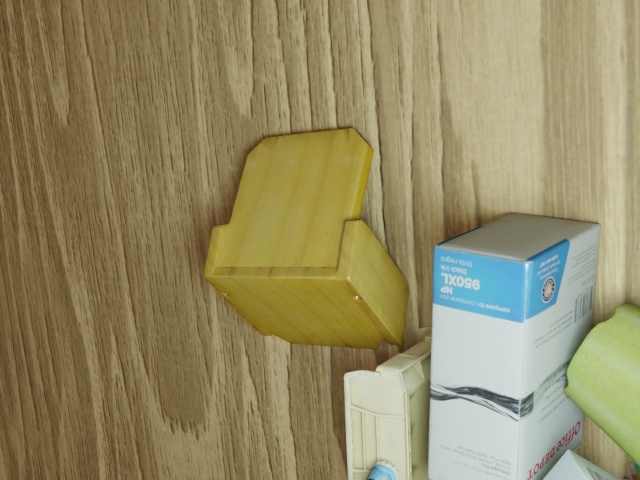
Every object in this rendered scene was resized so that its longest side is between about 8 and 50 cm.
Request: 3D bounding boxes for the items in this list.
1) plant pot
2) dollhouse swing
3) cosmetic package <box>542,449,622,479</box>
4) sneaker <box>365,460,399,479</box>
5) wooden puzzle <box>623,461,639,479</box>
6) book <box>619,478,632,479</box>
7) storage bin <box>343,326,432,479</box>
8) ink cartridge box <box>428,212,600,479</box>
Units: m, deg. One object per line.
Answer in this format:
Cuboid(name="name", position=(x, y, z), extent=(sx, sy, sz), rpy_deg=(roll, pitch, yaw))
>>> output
Cuboid(name="plant pot", position=(0.519, 0.233, 1.305), extent=(0.254, 0.276, 0.276), rpy_deg=(39, 122, 36))
Cuboid(name="dollhouse swing", position=(0.000, 0.000, 1.730), extent=(0.347, 0.305, 0.315), rpy_deg=(-2, 142, 36))
Cuboid(name="cosmetic package", position=(0.441, 0.520, 1.301), extent=(0.377, 0.097, 0.284), rpy_deg=(31, 104, -11))
Cuboid(name="sneaker", position=(0.083, 0.446, 1.443), extent=(0.063, 0.073, 0.162), rpy_deg=(13, 109, 30))
Cuboid(name="wooden puzzle", position=(0.545, 0.394, 1.462), extent=(0.083, 0.006, 0.049), rpy_deg=(-18, 91, 38))
Cuboid(name="book", position=(0.478, 0.459, 1.514), extent=(0.144, 0.035, 0.096), rpy_deg=(-10, 104, 37))
Cuboid(name="storage bin", position=(0.164, 0.309, 1.559), extent=(0.123, 0.262, 0.260), rpy_deg=(5, 105, 34))
Cuboid(name="ink cartridge box", position=(0.311, 0.179, 1.403), extent=(0.166, 0.285, 0.394), rpy_deg=(10, 107, 35))
